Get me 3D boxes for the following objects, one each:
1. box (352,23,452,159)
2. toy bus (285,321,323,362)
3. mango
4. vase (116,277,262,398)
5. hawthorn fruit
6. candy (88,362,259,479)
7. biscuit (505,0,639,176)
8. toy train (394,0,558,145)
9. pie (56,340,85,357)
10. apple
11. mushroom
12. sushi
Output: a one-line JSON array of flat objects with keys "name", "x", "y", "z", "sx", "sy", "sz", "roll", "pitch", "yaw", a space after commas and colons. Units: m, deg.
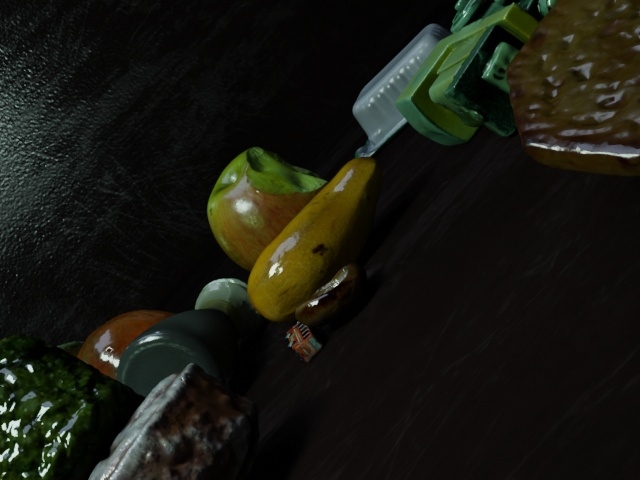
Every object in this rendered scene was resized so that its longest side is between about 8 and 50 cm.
[{"name": "box", "x": 0.185, "y": -0.338, "z": 2.349, "sx": 0.337, "sy": 0.106, "sz": 0.264, "roll": -43, "pitch": 10, "yaw": 24}, {"name": "toy bus", "x": -0.022, "y": 0.137, "z": 1.513, "sx": 0.043, "sy": 0.031, "sz": 0.110, "roll": -44, "pitch": 11, "yaw": 1}, {"name": "mango", "x": 0.004, "y": 0.005, "z": 1.691, "sx": 0.295, "sy": 0.120, "sz": 0.177, "roll": -47, "pitch": 1, "yaw": -13}, {"name": "vase", "x": -0.192, "y": 0.171, "z": 1.766, "sx": 0.173, "sy": 0.173, "sz": 0.321, "roll": -43, "pitch": 4, "yaw": 20}, {"name": "hawthorn fruit", "x": -0.311, "y": 0.216, "z": 2.004, "sx": 0.262, "sy": 0.210, "sz": 0.210, "roll": -33, "pitch": -2, "yaw": -43}, {"name": "candy", "x": -0.176, "y": 0.280, "z": 1.217, "sx": 0.289, "sy": 0.157, "sz": 0.214, "roll": -59, "pitch": -4, "yaw": -27}, {"name": "biscuit", "x": 0.327, "y": -0.189, "z": 0.990, "sx": 0.359, "sy": 0.046, "sz": 0.359, "roll": -30, "pitch": 31, "yaw": 20}, {"name": "toy train", "x": 0.258, "y": -0.271, "z": 1.622, "sx": 0.253, "sy": 0.160, "sz": 0.397, "roll": -55, "pitch": 10, "yaw": -6}, {"name": "pie", "x": -0.479, "y": 0.330, "z": 2.025, "sx": 0.071, "sy": 0.323, "sz": 0.323, "roll": 6, "pitch": 43, "yaw": 33}, {"name": "apple", "x": -0.082, "y": -0.060, "z": 2.009, "sx": 0.246, "sy": 0.226, "sz": 0.246, "roll": -45, "pitch": 12, "yaw": 12}, {"name": "mushroom", "x": 0.018, "y": 0.079, "z": 1.497, "sx": 0.123, "sy": 0.052, "sz": 0.123, "roll": -35, "pitch": 3, "yaw": 2}, {"name": "sushi", "x": -0.329, "y": 0.299, "z": 1.367, "sx": 0.294, "sy": 0.178, "sz": 0.352, "roll": -60, "pitch": -21, "yaw": -17}]
